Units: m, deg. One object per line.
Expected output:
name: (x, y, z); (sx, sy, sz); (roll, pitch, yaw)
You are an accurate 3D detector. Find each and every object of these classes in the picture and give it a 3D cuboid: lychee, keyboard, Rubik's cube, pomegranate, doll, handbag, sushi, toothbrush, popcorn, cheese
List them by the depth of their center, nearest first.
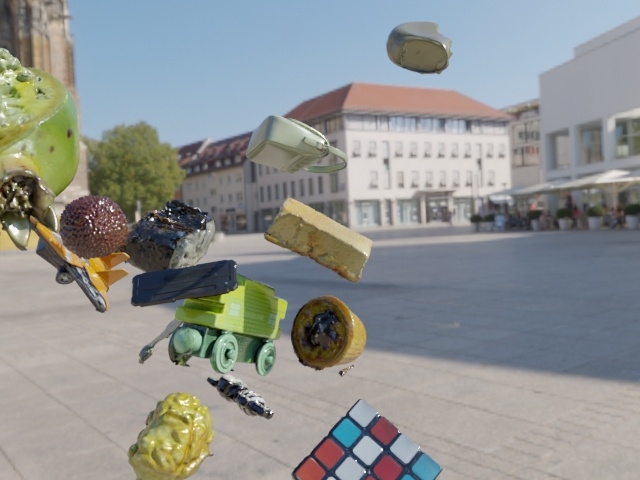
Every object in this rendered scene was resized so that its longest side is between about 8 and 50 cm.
pomegranate: (-0.464, -0.124, 0.898); (0.260, 0.341, 0.261); (-24, -32, -16)
Rubik's cube: (0.066, 0.351, 0.913); (0.155, 0.151, 0.154); (36, -25, 22)
lychee: (-0.408, -0.023, 1.141); (0.123, 0.124, 0.129); (-3, 9, -28)
handbag: (-0.050, -0.211, 1.496); (0.219, 0.079, 0.256); (18, -8, -18)
popcorn: (-0.355, 0.504, 1.538); (0.192, 0.266, 0.233); (20, 1, -3)
keyboard: (-0.332, 0.105, 1.547); (0.262, 0.106, 0.016); (-9, -43, -2)
cheese: (0.262, -0.510, 1.648); (0.175, 0.091, 0.203); (16, 38, 11)
doll: (-0.211, 0.407, 1.668); (0.219, 0.067, 0.091); (20, -10, 37)
toothbrush: (-0.433, 0.251, 1.885); (0.035, 0.042, 0.413); (26, -54, -32)
sushi: (-0.467, -0.015, 1.989); (0.207, 0.235, 0.348); (26, 17, 8)

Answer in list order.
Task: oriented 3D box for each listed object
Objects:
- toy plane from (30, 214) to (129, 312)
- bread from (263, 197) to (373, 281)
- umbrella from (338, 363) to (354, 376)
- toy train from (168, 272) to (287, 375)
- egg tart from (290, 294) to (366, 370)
toy plane: (-0.529, 0.001, 1.256); (0.103, 0.204, 0.316); (-34, -49, 17)
bread: (0.000, 0.000, 1.704); (0.274, 0.114, 0.185); (26, 15, 1)
umbrella: (0.090, 0.454, 2.219); (0.083, 0.032, 0.020); (-18, 30, -40)
toy train: (-0.241, 0.228, 1.744); (0.179, 0.273, 0.442); (7, -10, 25)
egg tart: (0.033, 0.275, 1.832); (0.215, 0.216, 0.170); (-2, -19, 35)
